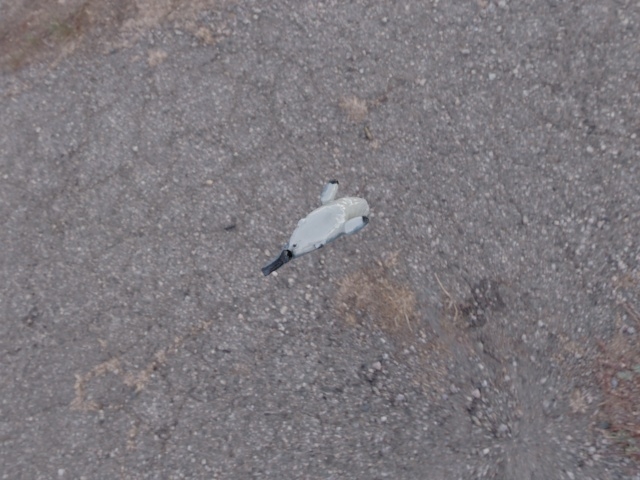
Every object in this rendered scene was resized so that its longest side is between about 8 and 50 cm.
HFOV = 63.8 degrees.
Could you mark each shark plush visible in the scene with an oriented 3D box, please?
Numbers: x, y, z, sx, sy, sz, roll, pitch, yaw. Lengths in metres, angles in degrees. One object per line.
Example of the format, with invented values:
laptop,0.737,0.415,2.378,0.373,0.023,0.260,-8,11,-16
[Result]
shark plush,0.000,0.000,0.653,0.073,0.067,0.161,40,81,14
